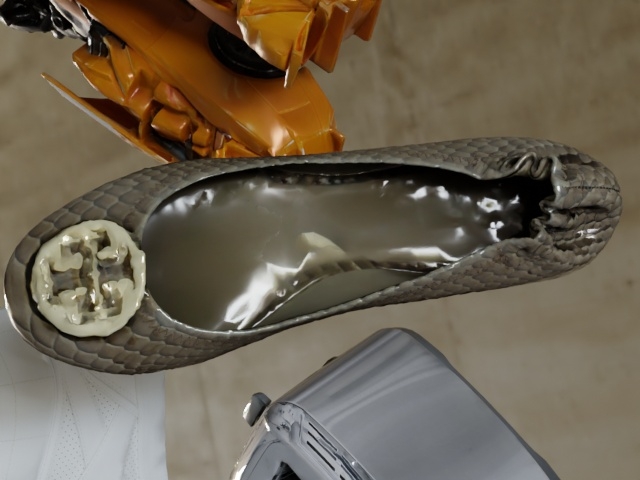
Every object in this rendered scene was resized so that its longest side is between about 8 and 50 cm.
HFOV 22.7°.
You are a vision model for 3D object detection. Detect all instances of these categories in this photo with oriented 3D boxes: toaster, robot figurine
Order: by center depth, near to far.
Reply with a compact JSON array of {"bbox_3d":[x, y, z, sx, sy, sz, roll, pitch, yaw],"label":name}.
[{"bbox_3d":[-0.106,-0.139,0.743,0.085,0.291,0.211,-44,-20,-35],"label":"robot figurine"},{"bbox_3d":[0.050,0.170,0.993,0.146,0.227,0.129,-23,-28,-43],"label":"toaster"}]

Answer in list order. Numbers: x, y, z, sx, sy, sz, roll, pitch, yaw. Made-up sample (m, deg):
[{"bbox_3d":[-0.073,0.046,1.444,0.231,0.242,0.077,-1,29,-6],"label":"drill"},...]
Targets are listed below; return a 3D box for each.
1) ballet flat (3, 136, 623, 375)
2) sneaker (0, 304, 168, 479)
[{"bbox_3d":[0.000,0.000,0.627,0.250,0.084,0.058,-7,-8,-8],"label":"ballet flat"},{"bbox_3d":[-0.177,0.171,0.963,0.169,0.292,0.108,-16,20,-38],"label":"sneaker"}]
